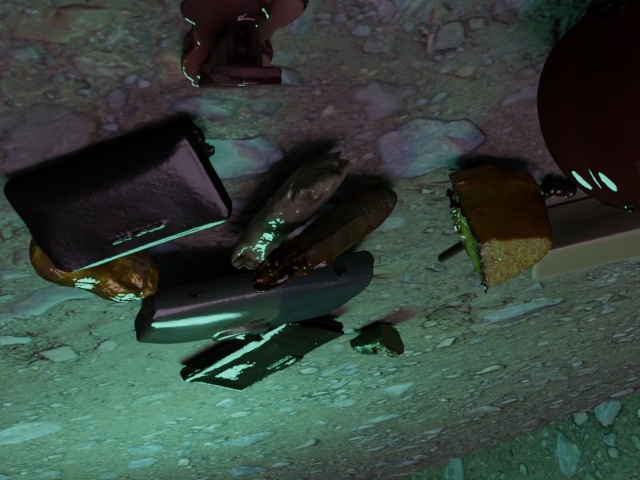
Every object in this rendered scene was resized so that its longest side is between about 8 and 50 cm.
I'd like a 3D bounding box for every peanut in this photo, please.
[{"bbox_3d":[-0.296,0.030,1.237,0.087,0.087,0.206,-25,152,26],"label":"peanut"}]

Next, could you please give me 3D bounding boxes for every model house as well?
[{"bbox_3d":[0.114,0.210,1.886,0.083,0.066,0.078,-26,152,31],"label":"model house"}]

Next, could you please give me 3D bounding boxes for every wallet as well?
[{"bbox_3d":[-0.112,0.101,1.465,0.360,0.083,0.252,-9,164,-20],"label":"wallet"},{"bbox_3d":[-0.117,0.216,1.810,0.169,0.044,0.317,16,143,-42],"label":"wallet"},{"bbox_3d":[-0.226,-0.046,1.081,0.250,0.044,0.149,-17,127,10],"label":"wallet"}]

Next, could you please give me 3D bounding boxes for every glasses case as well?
[{"bbox_3d":[0.502,-0.025,1.530,0.336,0.076,0.144,-14,156,2],"label":"glasses case"}]

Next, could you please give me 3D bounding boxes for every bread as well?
[{"bbox_3d":[0.264,-0.027,1.342,0.134,0.129,0.260,-23,157,6],"label":"bread"}]

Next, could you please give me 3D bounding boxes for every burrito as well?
[{"bbox_3d":[-0.049,-0.034,1.231,0.082,0.059,0.275,-36,175,-35],"label":"burrito"}]

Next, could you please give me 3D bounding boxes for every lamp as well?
[{"bbox_3d":[0.371,-0.149,0.934,0.303,0.257,0.303,-11,-167,3],"label":"lamp"}]

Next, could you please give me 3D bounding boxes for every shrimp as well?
[{"bbox_3d":[0.000,0.001,1.248,0.267,0.061,0.145,-38,-175,-40],"label":"shrimp"}]

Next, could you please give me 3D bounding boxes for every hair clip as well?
[{"bbox_3d":[-0.083,-0.197,0.893,0.123,0.102,0.138,-1,-173,-21],"label":"hair clip"}]

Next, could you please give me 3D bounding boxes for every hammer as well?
[{"bbox_3d":[0.283,-0.026,1.487,0.058,0.029,0.292,7,152,-35],"label":"hammer"}]
